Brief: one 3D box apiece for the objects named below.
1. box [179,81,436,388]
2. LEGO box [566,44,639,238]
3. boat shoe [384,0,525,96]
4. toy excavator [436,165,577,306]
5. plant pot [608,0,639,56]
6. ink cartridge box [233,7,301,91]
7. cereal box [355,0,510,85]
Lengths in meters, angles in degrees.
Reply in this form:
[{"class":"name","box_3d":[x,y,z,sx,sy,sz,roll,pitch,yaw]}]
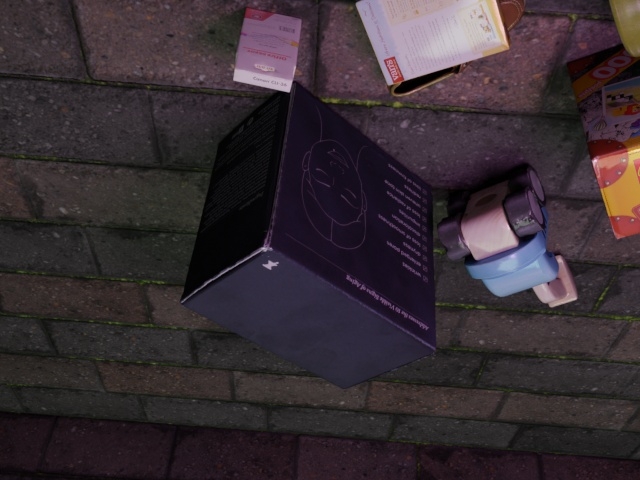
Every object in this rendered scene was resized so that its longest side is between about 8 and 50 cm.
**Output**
[{"class":"box","box_3d":[0.000,0.000,1.565,0.480,0.471,0.297,33,132,-29]},{"class":"LEGO box","box_3d":[0.739,-0.247,1.259,0.500,0.372,0.193,-17,125,23]},{"class":"boat shoe","box_3d":[0.265,-0.375,1.375,0.307,0.104,0.111,-29,129,32]},{"class":"toy excavator","box_3d":[0.504,0.046,1.740,0.222,0.433,0.445,-22,106,28]},{"class":"plant pot","box_3d":[0.647,-0.450,1.098,0.353,0.366,0.366,-11,139,34]},{"class":"ink cartridge box","box_3d":[-0.104,-0.359,1.357,0.115,0.198,0.067,10,140,-7]},{"class":"cereal box","box_3d":[0.205,-0.398,1.274,0.240,0.047,0.173,-11,122,26]}]
